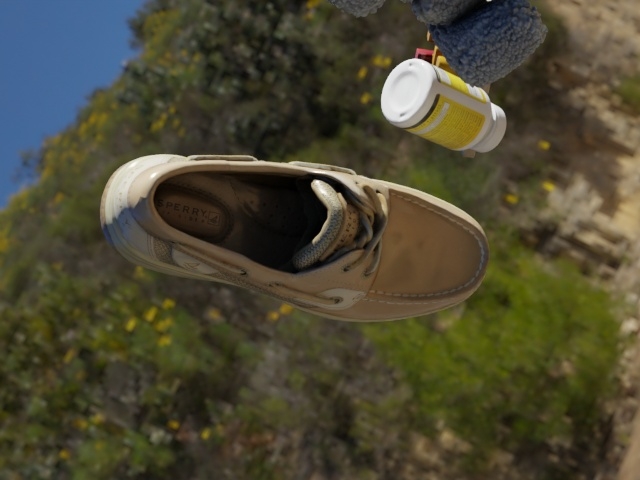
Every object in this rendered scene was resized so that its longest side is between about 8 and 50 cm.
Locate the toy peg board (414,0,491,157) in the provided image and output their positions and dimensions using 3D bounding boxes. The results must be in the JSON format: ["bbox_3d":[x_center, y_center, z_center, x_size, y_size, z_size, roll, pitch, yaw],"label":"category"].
[{"bbox_3d":[0.147,-0.205,1.676,0.161,0.079,0.160,-94,11,-61],"label":"toy peg board"}]

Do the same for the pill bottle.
[{"bbox_3d":[0.117,-0.120,1.331,0.116,0.065,0.065,19,-81,-39],"label":"pill bottle"}]

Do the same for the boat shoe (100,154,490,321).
[{"bbox_3d":[0.000,0.000,1.157,0.110,0.341,0.121,172,103,-65],"label":"boat shoe"}]

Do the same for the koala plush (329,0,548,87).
[{"bbox_3d":[0.125,-0.278,1.114,0.221,0.196,0.203,-42,34,39],"label":"koala plush"}]
